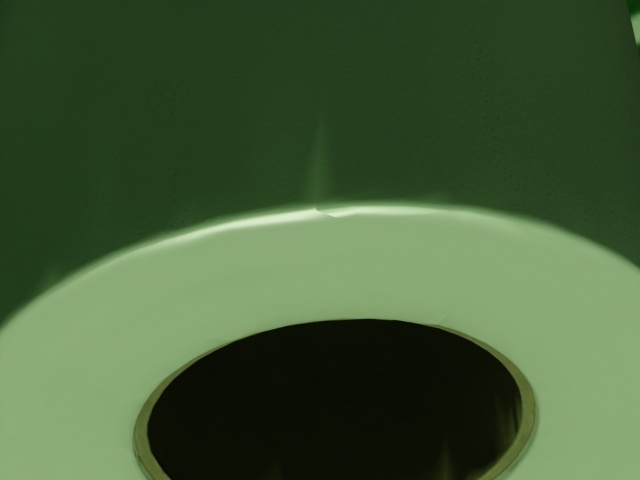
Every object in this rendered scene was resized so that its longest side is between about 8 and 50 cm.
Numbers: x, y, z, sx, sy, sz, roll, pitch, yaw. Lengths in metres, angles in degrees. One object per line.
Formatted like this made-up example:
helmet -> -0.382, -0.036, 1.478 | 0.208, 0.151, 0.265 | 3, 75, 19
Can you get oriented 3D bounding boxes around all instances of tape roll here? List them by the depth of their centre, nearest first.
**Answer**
tape roll -> 0.000, 0.000, 0.670 | 0.246, 0.169, 0.246 | -2, 142, -2
